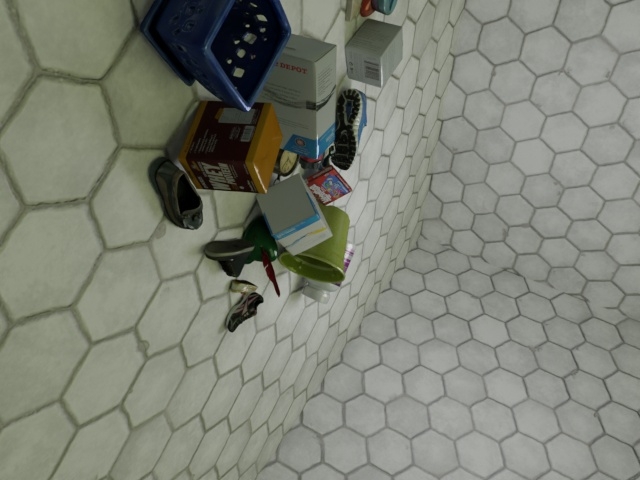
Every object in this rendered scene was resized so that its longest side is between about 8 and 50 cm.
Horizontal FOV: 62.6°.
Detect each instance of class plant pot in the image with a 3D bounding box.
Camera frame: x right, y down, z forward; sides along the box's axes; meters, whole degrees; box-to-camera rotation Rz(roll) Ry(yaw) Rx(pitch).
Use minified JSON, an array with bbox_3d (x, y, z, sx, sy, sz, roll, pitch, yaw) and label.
[{"bbox_3d":[0.000,0.000,2.104,0.276,0.276,0.254,64,40,-62],"label":"plant pot"},{"bbox_3d":[-0.228,-0.454,1.133,0.236,0.212,0.236,-64,158,-10],"label":"plant pot"}]

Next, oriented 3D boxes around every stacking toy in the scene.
[{"bbox_3d":[0.205,-0.911,1.820,0.279,0.130,0.309,-51,153,-36],"label":"stacking toy"}]

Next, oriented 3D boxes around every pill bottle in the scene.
[{"bbox_3d":[0.031,0.126,2.373,0.302,0.169,0.169,-67,159,-2],"label":"pill bottle"}]

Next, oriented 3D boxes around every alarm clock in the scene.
[{"bbox_3d":[-0.128,-0.263,1.758,0.129,0.064,0.192,-11,119,-65],"label":"alarm clock"}]

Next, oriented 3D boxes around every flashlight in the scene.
[{"bbox_3d":[-0.025,-0.368,1.780,0.103,0.103,0.304,-21,152,-16],"label":"flashlight"}]

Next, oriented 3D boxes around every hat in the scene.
[{"bbox_3d":[-0.158,0.042,1.821,0.173,0.183,0.209,-33,140,-55],"label":"hat"}]

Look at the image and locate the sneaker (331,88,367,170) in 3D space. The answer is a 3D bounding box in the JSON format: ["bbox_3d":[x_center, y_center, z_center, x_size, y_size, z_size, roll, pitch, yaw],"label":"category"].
[{"bbox_3d":[0.130,-0.440,2.109,0.147,0.129,0.330,-28,136,-55],"label":"sneaker"}]

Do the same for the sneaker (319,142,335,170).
[{"bbox_3d":[0.023,-0.372,1.982,0.085,0.086,0.237,-41,145,-46],"label":"sneaker"}]

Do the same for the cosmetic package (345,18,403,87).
[{"bbox_3d":[0.206,-0.708,1.988,0.184,0.151,0.151,-56,157,-25],"label":"cosmetic package"}]

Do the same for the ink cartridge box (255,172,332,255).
[{"bbox_3d":[-0.086,-0.083,1.812,0.168,0.171,0.233,-26,157,5],"label":"ink cartridge box"}]

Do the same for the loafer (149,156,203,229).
[{"bbox_3d":[-0.353,-0.101,1.357,0.096,0.084,0.267,-58,157,-24],"label":"loafer"}]

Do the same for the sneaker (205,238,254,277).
[{"bbox_3d":[-0.294,0.068,1.667,0.222,0.083,0.118,-8,123,-63],"label":"sneaker"}]

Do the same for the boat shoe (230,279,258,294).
[{"bbox_3d":[-0.273,0.168,1.867,0.135,0.050,0.045,20,96,-59],"label":"boat shoe"}]

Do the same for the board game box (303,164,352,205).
[{"bbox_3d":[0.027,-0.214,2.105,0.145,0.027,0.281,-26,161,12],"label":"board game box"}]

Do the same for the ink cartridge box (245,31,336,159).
[{"bbox_3d":[-0.079,-0.416,1.506,0.129,0.223,0.307,-50,153,-38],"label":"ink cartridge box"}]

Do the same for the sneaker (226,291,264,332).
[{"bbox_3d":[-0.272,0.259,1.913,0.178,0.077,0.072,-58,156,-20],"label":"sneaker"}]

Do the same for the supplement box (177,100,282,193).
[{"bbox_3d":[-0.221,-0.236,1.327,0.129,0.194,0.191,72,27,-58],"label":"supplement box"}]
